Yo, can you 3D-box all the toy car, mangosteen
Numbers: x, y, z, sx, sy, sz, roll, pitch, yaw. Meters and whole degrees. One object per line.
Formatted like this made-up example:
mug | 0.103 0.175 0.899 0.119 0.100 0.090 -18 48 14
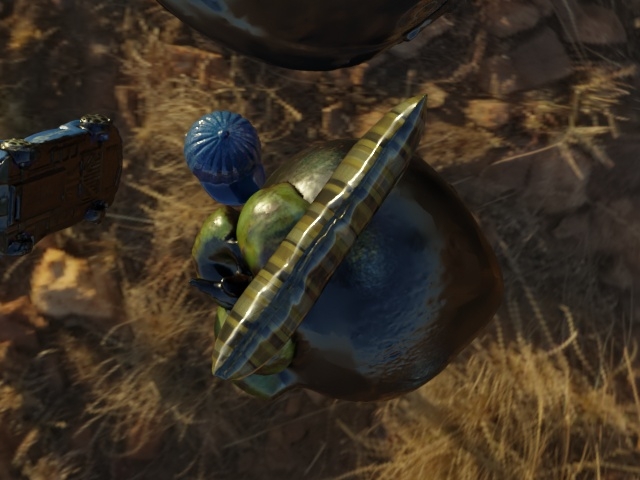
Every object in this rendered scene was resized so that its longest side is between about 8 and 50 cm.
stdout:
toy car | -0.245 -0.055 1.081 0.063 0.216 0.103 13 109 17
mangosteen | 0.017 0.030 0.981 0.243 0.243 0.243 2 96 16

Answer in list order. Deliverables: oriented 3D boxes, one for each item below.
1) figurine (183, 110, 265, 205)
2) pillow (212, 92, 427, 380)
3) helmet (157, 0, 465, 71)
figurine | -0.087 -0.086 1.101 0.077 0.136 0.079 11 108 -10
pillow | 0.000 0.000 0.744 0.038 0.113 0.203 37 86 -2
helmet | -0.006 -0.227 0.589 0.279 0.230 0.160 48 144 -16
